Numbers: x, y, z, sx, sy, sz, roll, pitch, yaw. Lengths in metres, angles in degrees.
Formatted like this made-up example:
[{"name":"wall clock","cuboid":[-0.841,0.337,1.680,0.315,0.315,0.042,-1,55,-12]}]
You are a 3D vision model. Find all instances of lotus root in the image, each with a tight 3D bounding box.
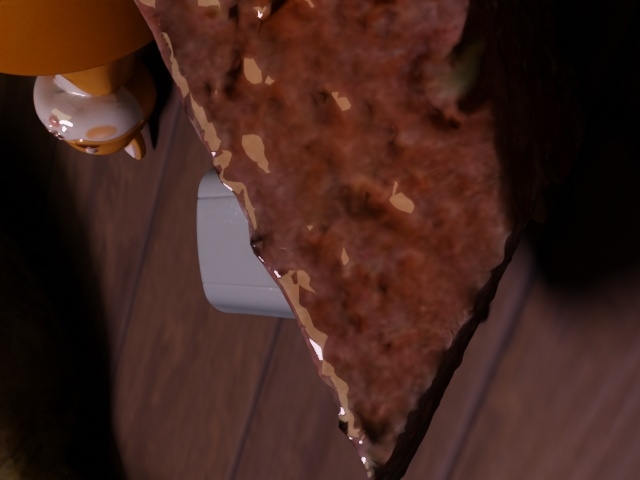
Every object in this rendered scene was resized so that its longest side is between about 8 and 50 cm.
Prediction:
[{"name":"lotus root","cuboid":[-0.209,0.055,0.861,0.309,0.173,0.173,52,138,34]}]

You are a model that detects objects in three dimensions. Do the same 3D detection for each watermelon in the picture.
[{"name":"watermelon","cuboid":[0.008,-0.055,0.442,0.193,0.139,0.257,43,-153,-64]}]

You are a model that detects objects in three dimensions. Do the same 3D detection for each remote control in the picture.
[{"name":"remote control","cuboid":[0.000,0.000,0.582,0.162,0.029,0.061,-1,94,61]}]

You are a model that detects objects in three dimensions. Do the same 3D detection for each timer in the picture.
[{"name":"timer","cuboid":[-0.103,-0.093,0.693,0.152,0.132,0.132,82,162,-48]}]
